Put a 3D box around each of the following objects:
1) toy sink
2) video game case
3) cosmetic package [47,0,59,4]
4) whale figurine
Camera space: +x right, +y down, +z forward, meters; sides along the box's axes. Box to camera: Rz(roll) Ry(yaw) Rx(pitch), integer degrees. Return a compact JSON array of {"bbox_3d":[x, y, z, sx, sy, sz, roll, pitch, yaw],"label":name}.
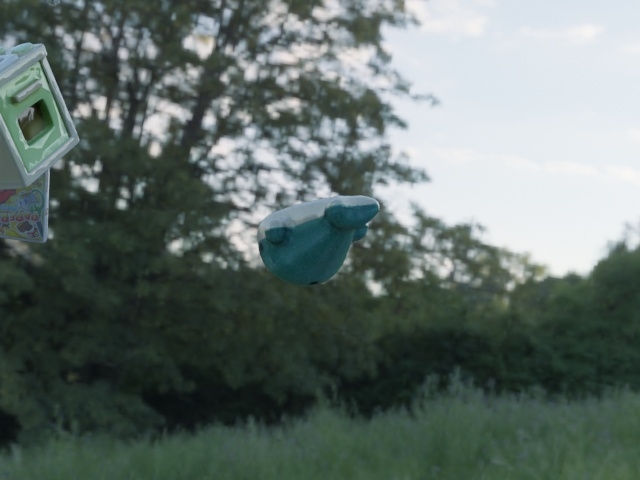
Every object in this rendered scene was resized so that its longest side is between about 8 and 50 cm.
[{"bbox_3d":[-0.485,-0.213,1.429,0.131,0.234,0.152,-1,32,25],"label":"toy sink"},{"bbox_3d":[-0.608,-0.107,1.736,0.227,0.206,0.026,8,20,0],"label":"video game case"},{"bbox_3d":[-0.365,-0.595,1.548,0.156,0.385,0.217,38,-24,-1],"label":"cosmetic package"},{"bbox_3d":[0.000,0.000,1.733,0.216,0.141,0.272,-1,-15,-34],"label":"whale figurine"}]
